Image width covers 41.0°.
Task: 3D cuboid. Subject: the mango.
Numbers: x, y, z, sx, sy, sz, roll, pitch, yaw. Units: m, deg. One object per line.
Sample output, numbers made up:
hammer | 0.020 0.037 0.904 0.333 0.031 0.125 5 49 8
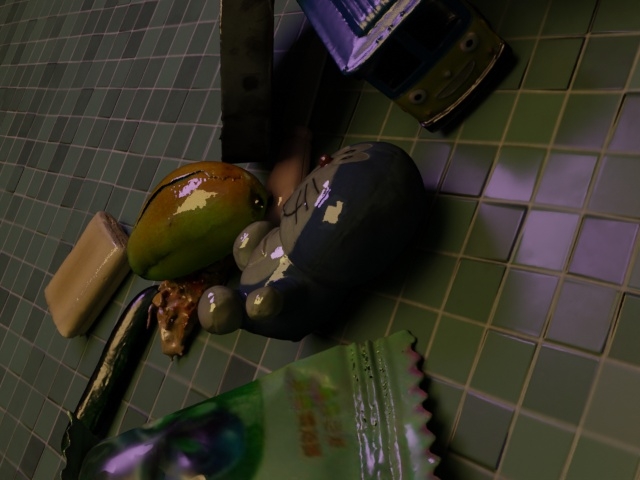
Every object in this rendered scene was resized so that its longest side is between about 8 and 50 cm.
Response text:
mango | -0.170 -0.025 1.094 0.233 0.111 0.125 -25 56 32

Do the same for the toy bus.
toy bus | 0.076 -0.273 0.981 0.138 0.175 0.287 -45 42 20

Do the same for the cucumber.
cucumber | -0.304 0.187 1.251 0.056 0.056 0.284 19 80 51

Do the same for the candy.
candy | -0.075 0.239 0.835 0.398 0.172 0.262 -24 47 12

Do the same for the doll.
doll | 0.000 0.000 0.926 0.258 0.154 0.228 -52 4 29

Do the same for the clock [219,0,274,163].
clock | -0.097 -0.254 1.107 0.319 0.066 0.318 -179 90 -84

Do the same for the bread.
bread | -0.374 0.054 1.393 0.178 0.060 0.139 -53 42 13

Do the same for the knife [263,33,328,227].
knife | -0.025 -0.166 1.158 0.081 0.043 0.335 -15 53 49

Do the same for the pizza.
pizza | -0.185 0.039 1.188 0.226 0.069 0.147 -55 42 10
